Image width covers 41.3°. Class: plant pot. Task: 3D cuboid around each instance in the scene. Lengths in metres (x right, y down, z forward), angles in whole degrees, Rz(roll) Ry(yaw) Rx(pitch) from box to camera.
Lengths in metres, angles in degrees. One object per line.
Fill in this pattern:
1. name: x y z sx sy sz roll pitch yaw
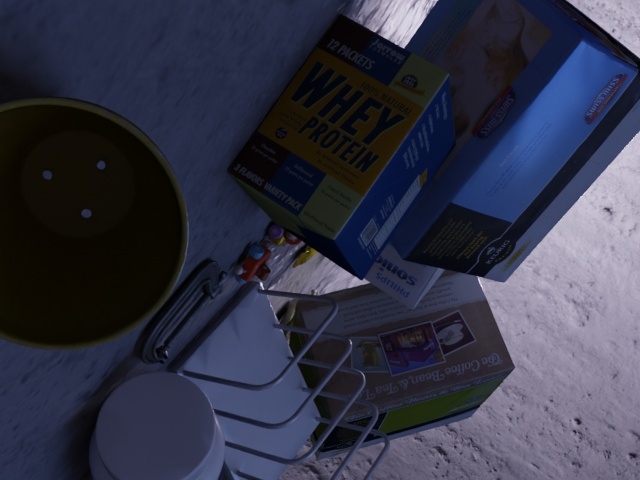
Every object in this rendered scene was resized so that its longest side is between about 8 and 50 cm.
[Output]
1. plant pot: -0.140 -0.020 0.473 0.134 0.134 0.095 -58 -164 13

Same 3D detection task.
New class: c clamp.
1. c clamp: -0.155 0.087 0.990 0.161 0.022 0.137 -51 169 -30

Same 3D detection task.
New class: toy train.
1. toy train: -0.045 -0.012 1.099 0.166 0.046 0.125 -57 173 30

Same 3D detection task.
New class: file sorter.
1. file sorter: -0.040 0.230 1.175 0.193 0.173 0.278 -47 129 -38

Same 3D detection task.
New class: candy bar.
1. candy bar: 0.000 0.000 1.458 0.161 0.018 0.040 -45 168 -51

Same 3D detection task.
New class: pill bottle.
1. pill bottle: -0.188 0.257 0.992 0.153 0.153 0.265 -51 169 -29

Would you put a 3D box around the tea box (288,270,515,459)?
1. tea box: 0.129 0.225 1.550 0.328 0.220 0.324 -13 156 -13

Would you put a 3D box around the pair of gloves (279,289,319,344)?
1. pair of gloves: -0.073 0.195 1.667 0.204 0.042 0.240 -55 170 -17

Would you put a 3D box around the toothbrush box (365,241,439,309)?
1. toothbrush box: 0.128 -0.037 1.382 0.126 0.216 0.295 -62 168 26

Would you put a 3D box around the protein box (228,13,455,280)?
1. protein box: 0.035 -0.092 0.927 0.201 0.136 0.200 -55 163 -6

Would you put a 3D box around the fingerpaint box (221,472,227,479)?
1. fingerpaint box: -0.236 0.459 1.378 0.371 0.163 0.445 -61 168 23

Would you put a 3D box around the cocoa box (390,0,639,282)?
1. cocoa box: 0.225 -0.152 1.119 0.227 0.231 0.347 12 125 -41
